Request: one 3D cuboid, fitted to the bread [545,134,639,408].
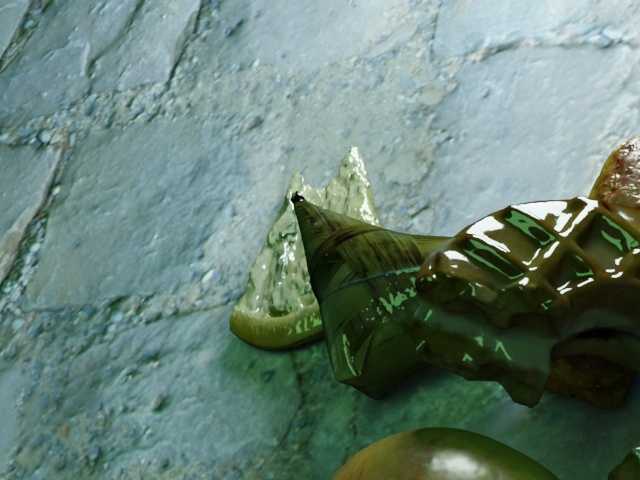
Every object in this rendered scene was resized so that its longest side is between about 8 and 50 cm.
[{"bbox_3d":[0.283,0.024,1.650,0.139,0.077,0.271,17,65,40],"label":"bread"}]

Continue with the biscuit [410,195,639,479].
[{"bbox_3d":[0.270,0.101,1.471,0.366,0.115,0.268,41,53,18],"label":"biscuit"}]

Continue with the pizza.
[{"bbox_3d":[0.000,0.000,1.905,0.181,0.034,0.262,-9,52,32],"label":"pizza"}]

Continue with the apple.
[{"bbox_3d":[0.106,0.266,1.459,0.260,0.261,0.194,-4,36,34],"label":"apple"}]

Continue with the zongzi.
[{"bbox_3d":[0.090,0.011,1.757,0.221,0.112,0.242,-27,56,16],"label":"zongzi"}]
